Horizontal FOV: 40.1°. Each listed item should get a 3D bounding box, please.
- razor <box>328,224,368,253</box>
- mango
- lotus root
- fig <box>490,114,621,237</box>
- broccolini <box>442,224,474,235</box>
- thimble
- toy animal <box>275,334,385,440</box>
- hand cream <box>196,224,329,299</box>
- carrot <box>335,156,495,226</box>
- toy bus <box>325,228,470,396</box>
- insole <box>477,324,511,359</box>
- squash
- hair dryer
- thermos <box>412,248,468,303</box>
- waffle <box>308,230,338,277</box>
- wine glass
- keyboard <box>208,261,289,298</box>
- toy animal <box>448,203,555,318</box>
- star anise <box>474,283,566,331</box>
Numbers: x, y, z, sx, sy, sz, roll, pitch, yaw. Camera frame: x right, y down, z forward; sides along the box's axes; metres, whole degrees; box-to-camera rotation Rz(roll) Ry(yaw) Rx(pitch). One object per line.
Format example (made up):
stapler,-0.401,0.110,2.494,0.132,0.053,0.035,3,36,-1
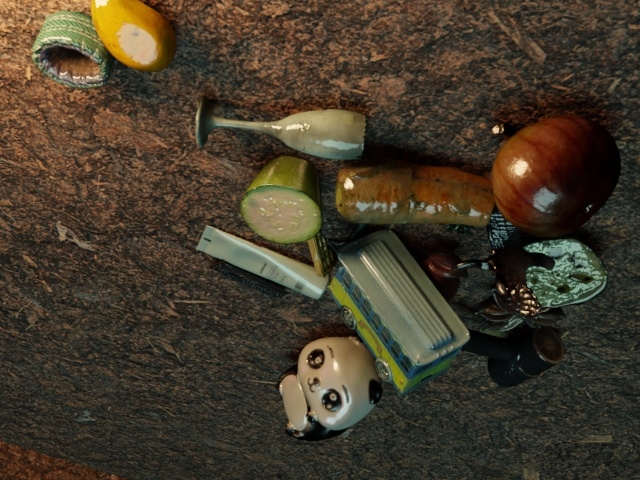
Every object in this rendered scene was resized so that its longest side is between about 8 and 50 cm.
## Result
razor,0.082,-0.027,1.897,0.066,0.033,0.190,52,139,12
mango,-0.319,-0.353,1.480,0.165,0.089,0.115,31,129,-22
lotus root,0.501,0.053,1.860,0.204,0.078,0.183,-4,125,18
fig,0.412,-0.119,1.554,0.235,0.214,0.235,-9,129,-11
broccolini,0.376,-0.027,1.805,0.255,0.057,0.071,9,-176,7
thimble,-0.426,-0.334,1.530,0.135,0.090,0.118,13,145,-4
toy animal,0.034,0.382,2.312,0.251,0.250,0.310,25,143,-20
hand cream,-0.129,0.055,2.041,0.321,0.067,0.109,21,144,-8
carrot,0.180,-0.089,1.699,0.302,0.138,0.138,7,145,-6
toy bus,0.158,0.153,1.879,0.152,0.312,0.190,-24,154,-24
insole,0.455,0.281,2.254,0.086,0.005,0.253,-3,143,18
squash,-0.071,-0.088,1.762,0.170,0.122,0.170,7,145,5
hair dryer,0.393,0.258,2.113,0.352,0.107,0.189,17,143,-25
thermos,0.235,0.115,2.004,0.110,0.136,0.330,-10,150,-21
waffle,0.000,0.000,1.961,0.023,0.097,0.152,-7,109,24
wine glass,-0.071,-0.241,1.545,0.310,0.096,0.264,6,155,4
keyboard,-0.172,0.097,2.119,0.197,0.015,0.074,26,160,-26
toy animal,0.365,0.056,1.764,0.197,0.272,0.160,-25,148,33
star anise,0.456,0.137,1.980,0.212,0.073,0.196,-1,136,0
